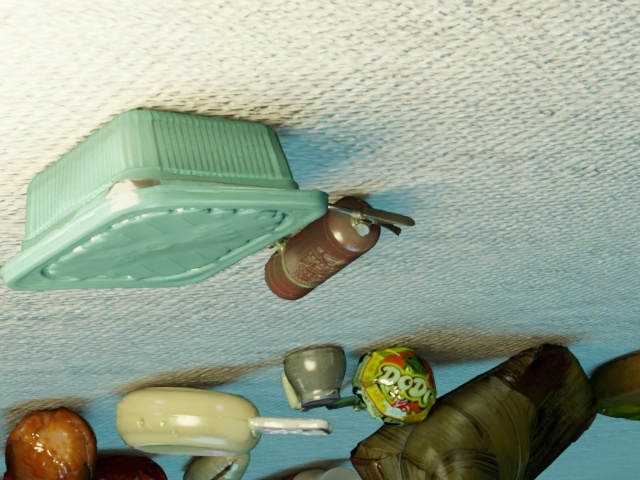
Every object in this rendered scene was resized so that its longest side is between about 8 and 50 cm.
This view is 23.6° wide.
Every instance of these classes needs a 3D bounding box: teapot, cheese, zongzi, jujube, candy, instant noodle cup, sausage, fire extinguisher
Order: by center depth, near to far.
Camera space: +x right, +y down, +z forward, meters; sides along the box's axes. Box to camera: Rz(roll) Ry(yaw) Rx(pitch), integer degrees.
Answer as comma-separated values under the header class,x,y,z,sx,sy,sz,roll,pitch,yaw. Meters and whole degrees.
class,x,y,z,sx,sy,sz,roll,pitch,yaw
instant noodle cup,-0.102,-0.024,0.947,0.157,0.070,0.179,2,159,-39
fire extinguisher,0.000,0.000,1.140,0.078,0.045,0.157,20,154,-18
teapot,-0.010,0.147,1.597,0.066,0.057,0.088,5,158,-38
cheese,-0.099,0.194,1.615,0.227,0.064,0.137,1,167,16
zongzi,0.200,0.213,1.640,0.286,0.138,0.300,-28,180,-12
candy,0.047,0.172,1.731,0.091,0.083,0.305,36,162,-9
sausage,-0.304,0.260,1.735,0.102,0.102,0.330,-5,162,-15
jujube,-0.273,0.330,1.992,0.112,0.109,0.176,23,-164,37

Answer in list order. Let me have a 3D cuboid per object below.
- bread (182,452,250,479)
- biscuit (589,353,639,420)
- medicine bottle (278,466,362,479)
class,x,y,z,sx,sy,sz,roll,pitch,yaw
bread,-0.148,0.328,2.138,0.073,0.053,0.214,0,162,-18
biscuit,0.542,0.184,2.026,0.350,0.070,0.394,-23,159,37
medicine bottle,-0.033,0.439,2.439,0.131,0.131,0.250,2,160,-36
